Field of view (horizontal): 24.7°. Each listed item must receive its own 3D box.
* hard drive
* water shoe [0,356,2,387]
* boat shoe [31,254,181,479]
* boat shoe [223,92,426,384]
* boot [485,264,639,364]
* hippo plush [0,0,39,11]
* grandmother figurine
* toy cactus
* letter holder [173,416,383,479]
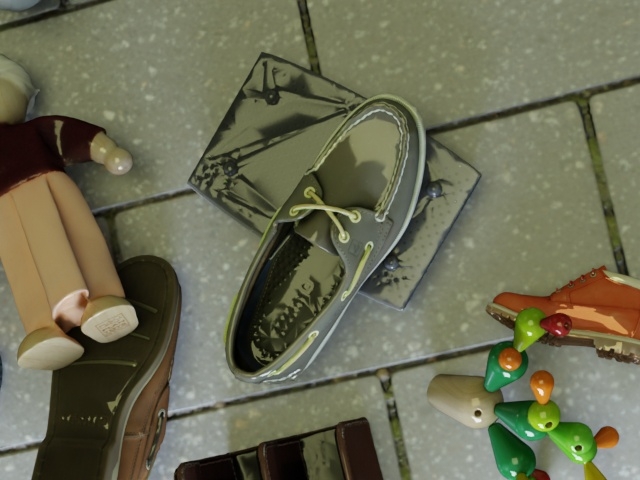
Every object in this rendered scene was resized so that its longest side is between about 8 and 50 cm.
[{"bbox_3d":[0.014,-0.058,1.448,0.254,0.054,0.172,30,92,13],"label":"hard drive"},{"bbox_3d":[-0.395,0.195,1.509,0.080,0.073,0.203,18,89,16],"label":"water shoe"},{"bbox_3d":[-0.207,0.167,1.457,0.111,0.104,0.307,10,67,22],"label":"boat shoe"},{"bbox_3d":[0.004,0.002,1.370,0.109,0.091,0.305,30,101,12],"label":"boat shoe"},{"bbox_3d":[0.239,0.061,1.391,0.158,0.059,0.084,12,79,10],"label":"boot"},{"bbox_3d":[-0.331,-0.355,1.457,0.294,0.234,0.236,-30,90,-9],"label":"hippo plush"},{"bbox_3d":[-0.288,-0.050,1.461,0.208,0.104,0.342,-24,66,-8],"label":"grandmother figurine"},{"bbox_3d":[0.183,0.152,1.363,0.180,0.112,0.219,13,128,43],"label":"toy cactus"},{"bbox_3d":[-0.010,0.330,1.339,0.152,0.214,0.302,-16,82,11],"label":"letter holder"}]
